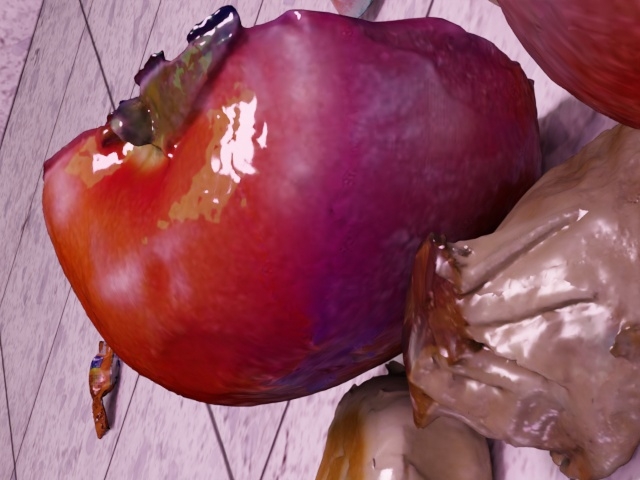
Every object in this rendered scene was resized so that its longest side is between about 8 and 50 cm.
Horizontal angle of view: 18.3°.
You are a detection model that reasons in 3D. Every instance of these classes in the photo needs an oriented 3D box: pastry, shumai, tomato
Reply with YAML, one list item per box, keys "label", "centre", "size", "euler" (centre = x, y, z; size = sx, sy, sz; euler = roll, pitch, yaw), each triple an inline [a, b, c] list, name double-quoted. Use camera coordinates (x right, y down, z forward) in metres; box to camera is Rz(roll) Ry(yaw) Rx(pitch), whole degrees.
- label: "pastry"
  centre: [0.045, 0.159, 1.207]
  size: [0.166, 0.088, 0.165]
  euler: [-163, 90, -74]
- label: "shumai"
  centre: [0.110, 0.025, 1.051]
  size: [0.201, 0.120, 0.201]
  euler: [-168, 90, -76]
- label: "tomato"
  centre: [0.004, 0.002, 1.188]
  size: [0.335, 0.290, 0.176]
  euler: [-31, 63, 44]

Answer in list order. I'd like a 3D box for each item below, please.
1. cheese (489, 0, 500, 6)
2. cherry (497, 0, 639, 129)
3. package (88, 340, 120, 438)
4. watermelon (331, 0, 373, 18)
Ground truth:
- label: "cheese"
  centre: [0.167, -0.271, 1.173]
  size: [0.163, 0.082, 0.286]
  euler: [-167, 93, -72]
- label: "cherry"
  centre: [0.158, -0.155, 0.888]
  size: [0.239, 0.206, 0.239]
  euler: [-19, 69, 61]
- label: "package"
  centre: [-0.243, 0.161, 2.204]
  size: [0.077, 0.033, 0.110]
  euler: [-22, 60, 57]
- label: "watermelon"
  centre: [0.017, -0.221, 1.623]
  size: [0.084, 0.072, 0.092]
  euler: [101, 176, -83]
